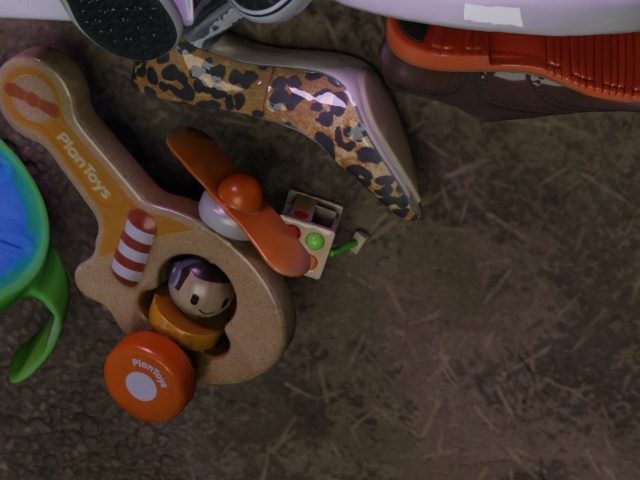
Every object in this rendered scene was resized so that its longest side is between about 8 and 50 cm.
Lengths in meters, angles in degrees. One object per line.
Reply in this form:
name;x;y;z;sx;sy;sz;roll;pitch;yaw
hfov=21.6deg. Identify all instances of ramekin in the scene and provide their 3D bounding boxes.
ramekin;0.138;-0.240;1.264;0.273;0.273;0.127;5;107;7

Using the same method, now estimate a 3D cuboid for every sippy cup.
sippy cup;-0.399;0.022;1.517;0.305;0.240;0.224;53;126;10

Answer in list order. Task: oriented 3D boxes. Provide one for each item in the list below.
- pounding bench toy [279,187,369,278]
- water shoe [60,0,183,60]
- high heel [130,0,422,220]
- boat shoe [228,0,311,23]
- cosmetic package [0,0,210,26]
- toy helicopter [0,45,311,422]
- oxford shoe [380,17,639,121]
pounding bench toy;0.000;0.000;1.514;0.083;0.065;0.052;18;118;0
water shoe;-0.177;-0.217;1.260;0.073;0.080;0.203;-29;134;25
high heel;-0.038;-0.100;1.457;0.186;0.093;0.261;-28;101;23
boat shoe;-0.022;-0.314;1.303;0.113;0.105;0.306;30;112;18
cosmetic package;-0.178;-0.270;1.357;0.184;0.151;0.151;3;117;7
toy helicopter;-0.149;-0.027;1.470;0.235;0.140;0.355;-30;101;38
oxford shoe;0.184;-0.147;1.410;0.271;0.097;0.098;11;149;-1
